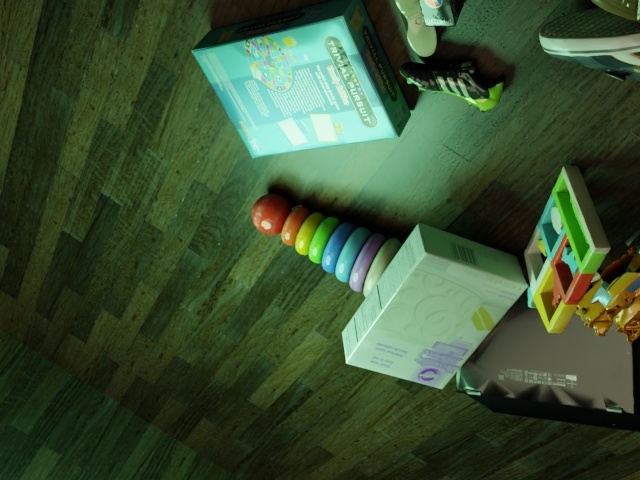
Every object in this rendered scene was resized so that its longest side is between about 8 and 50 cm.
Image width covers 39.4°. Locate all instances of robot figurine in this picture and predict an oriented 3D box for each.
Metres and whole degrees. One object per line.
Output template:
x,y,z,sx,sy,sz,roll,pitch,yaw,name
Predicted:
0.582,0.049,1.521,0.211,0.085,0.291,12,128,-41,robot figurine

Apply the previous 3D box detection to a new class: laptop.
0.511,0.258,1.948,0.382,0.236,0.408,2,105,29,laptop

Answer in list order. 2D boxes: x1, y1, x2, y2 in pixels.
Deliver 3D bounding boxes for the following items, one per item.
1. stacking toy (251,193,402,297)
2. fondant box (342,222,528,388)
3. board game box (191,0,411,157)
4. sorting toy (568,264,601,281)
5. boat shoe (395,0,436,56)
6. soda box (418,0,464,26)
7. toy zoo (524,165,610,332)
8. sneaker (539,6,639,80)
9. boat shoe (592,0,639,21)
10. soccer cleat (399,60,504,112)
0.000,0.000,1.900,0.330,0.141,0.141,25,141,12,stacking toy
0.224,0.141,1.805,0.238,0.096,0.330,18,127,-20,fondant box
-0.035,-0.290,1.642,0.336,0.079,0.254,-4,130,34,board game box
0.514,0.054,1.730,0.062,0.012,0.083,44,142,-10,sorting toy
0.159,-0.367,1.475,0.049,0.042,0.133,-17,124,18,boat shoe
0.176,-0.413,1.380,0.053,0.060,0.169,6,144,26,soda box
0.434,0.033,1.624,0.030,0.192,0.293,0,140,-9,toy zoo
0.486,-0.272,1.307,0.321,0.126,0.127,2,128,27,sneaker
0.529,-0.369,1.191,0.341,0.110,0.122,5,144,23,boat shoe
0.225,-0.279,1.520,0.179,0.060,0.072,19,131,2,soccer cleat
